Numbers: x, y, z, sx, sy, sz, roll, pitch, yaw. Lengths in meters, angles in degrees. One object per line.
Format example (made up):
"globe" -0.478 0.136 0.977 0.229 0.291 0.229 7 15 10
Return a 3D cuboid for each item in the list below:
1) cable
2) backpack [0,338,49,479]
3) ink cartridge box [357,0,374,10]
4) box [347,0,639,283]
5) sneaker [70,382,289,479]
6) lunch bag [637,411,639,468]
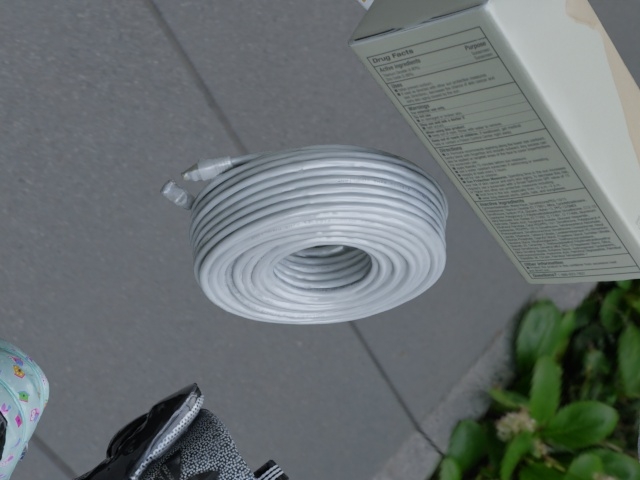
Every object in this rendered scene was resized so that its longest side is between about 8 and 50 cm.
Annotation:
"cable" 0.000 0.000 1.036 0.257 0.257 0.089 56 25 -57
"backpack" -0.370 0.190 1.106 0.152 0.115 0.182 35 122 -4
"ink cartridge box" 0.173 -0.305 1.281 0.206 0.208 0.045 -45 177 32
"box" 0.179 -0.106 0.898 0.311 0.148 0.121 50 55 -31
"sneaker" -0.095 0.122 0.368 0.153 0.101 0.268 -39 166 8
"lunch bag" 0.312 0.120 0.508 0.243 0.303 0.115 -30 118 -69
